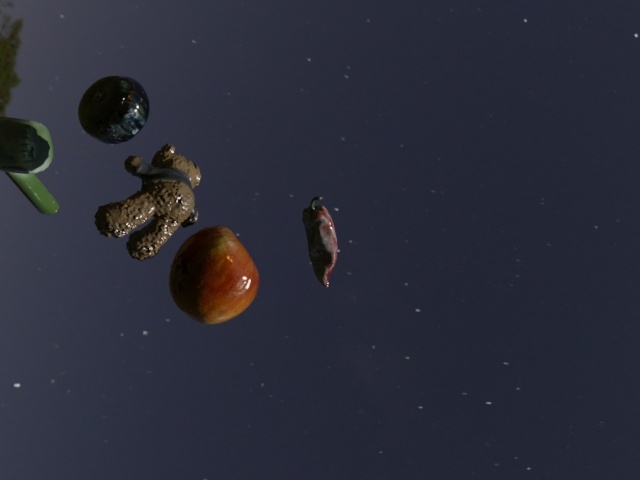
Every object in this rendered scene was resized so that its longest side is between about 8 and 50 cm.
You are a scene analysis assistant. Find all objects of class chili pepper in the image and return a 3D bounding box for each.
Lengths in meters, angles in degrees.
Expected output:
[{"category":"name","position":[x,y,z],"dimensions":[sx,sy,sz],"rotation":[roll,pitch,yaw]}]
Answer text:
[{"category":"chili pepper","position":[0.001,0.000,0.887],"dimensions":[0.050,0.041,0.153],"rotation":[38,-34,54]}]

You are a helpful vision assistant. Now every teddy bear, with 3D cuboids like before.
[{"category":"teddy bear","position":[-0.302,-0.079,1.128],"dimensions":[0.129,0.182,0.251],"rotation":[-3,-131,27]}]

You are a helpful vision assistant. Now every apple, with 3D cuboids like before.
[{"category":"apple","position":[-0.216,0.066,1.174],"dimensions":[0.173,0.160,0.195],"rotation":[-43,-112,7]}]

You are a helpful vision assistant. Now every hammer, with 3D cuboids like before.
[{"category":"hammer","position":[-0.682,-0.157,1.348],"dimensions":[0.206,0.335,0.119],"rotation":[10,-117,5]}]

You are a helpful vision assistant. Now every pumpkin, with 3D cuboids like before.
[{"category":"pumpkin","position":[-0.655,-0.418,1.865],"dimensions":[0.233,0.163,0.233],"rotation":[-15,-124,23]}]
